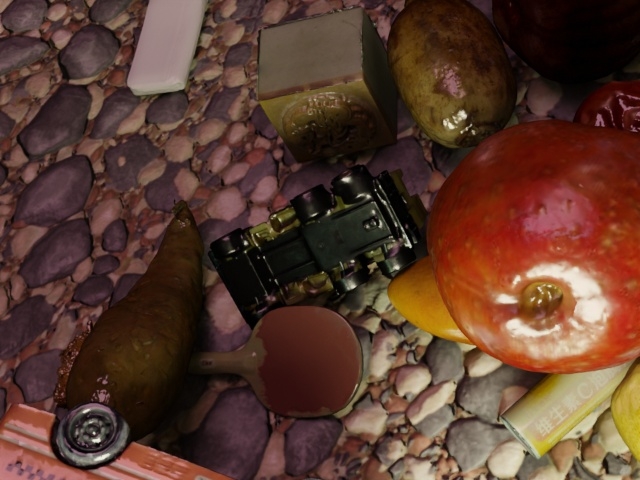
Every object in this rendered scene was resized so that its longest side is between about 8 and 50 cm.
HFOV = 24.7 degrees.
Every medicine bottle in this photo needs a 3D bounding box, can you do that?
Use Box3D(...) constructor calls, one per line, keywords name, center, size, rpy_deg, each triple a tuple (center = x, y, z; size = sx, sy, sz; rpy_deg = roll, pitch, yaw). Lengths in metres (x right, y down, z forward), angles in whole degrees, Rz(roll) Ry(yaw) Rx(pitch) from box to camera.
Box3D(name="medicine bottle", center=(0.292, 0.140, 1.555), size=(0.218, 0.074, 0.074), rpy_deg=(-41, 51, -4))

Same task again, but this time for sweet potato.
Box3D(name="sweet potato", center=(-0.202, 0.105, 1.723), size=(0.131, 0.130, 0.422), rpy_deg=(-8, 30, 18))

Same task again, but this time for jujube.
Box3D(name="jujube", center=(0.358, -0.070, 1.626), size=(0.155, 0.155, 0.230), rpy_deg=(-7, 65, 19))

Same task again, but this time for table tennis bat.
Box3D(name="table tennis bat", center=(-0.055, 0.143, 1.701), size=(0.235, 0.022, 0.131), rpy_deg=(-4, 88, 30))

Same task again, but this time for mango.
Box3D(name="mango", center=(0.179, 0.054, 1.641), size=(0.217, 0.102, 0.141), rpy_deg=(1, 52, 21))

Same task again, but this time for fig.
Box3D(name="fig", center=(0.368, -0.329, 1.785), size=(0.321, 0.217, 0.217), rpy_deg=(-26, 48, -19))

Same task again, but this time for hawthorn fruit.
Box3D(name="hawthorn fruit", center=(0.244, 0.002, 1.449), size=(0.284, 0.284, 0.284), rpy_deg=(-12, 54, 16))

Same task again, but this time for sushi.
Box3D(name="sushi", center=(-0.297, 0.155, 1.804), size=(0.062, 0.060, 0.118), rpy_deg=(-13, 52, 21))

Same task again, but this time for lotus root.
Box3D(name="lotus root", center=(0.159, -0.224, 1.827), size=(0.145, 0.128, 0.260), rpy_deg=(-14, 57, -3))

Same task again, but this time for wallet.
Box3D(name="wallet", center=(-0.218, -0.288, 2.097), size=(0.095, 0.033, 0.190), rpy_deg=(-4, 57, 19))

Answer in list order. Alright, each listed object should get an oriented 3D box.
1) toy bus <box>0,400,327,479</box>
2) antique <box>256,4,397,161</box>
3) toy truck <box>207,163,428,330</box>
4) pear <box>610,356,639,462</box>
Box3D(name="toy bus", center=(-0.150, 0.333, 1.465), size=(0.427, 0.203, 0.233), rpy_deg=(18, 60, 15))
Box3D(name="antique", center=(0.010, -0.193, 1.855), size=(0.147, 0.152, 0.147), rpy_deg=(-10, 56, 18))
Box3D(name="toy truck", center=(-0.003, 0.002, 1.728), size=(0.257, 0.127, 0.127), rpy_deg=(-26, 7, 24))
Box3D(name="pear", center=(0.379, 0.168, 1.440), size=(0.178, 0.178, 0.178), rpy_deg=(-12, 54, 16))
